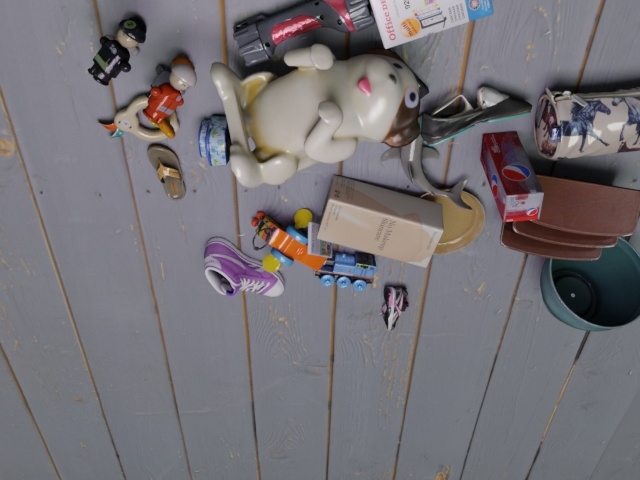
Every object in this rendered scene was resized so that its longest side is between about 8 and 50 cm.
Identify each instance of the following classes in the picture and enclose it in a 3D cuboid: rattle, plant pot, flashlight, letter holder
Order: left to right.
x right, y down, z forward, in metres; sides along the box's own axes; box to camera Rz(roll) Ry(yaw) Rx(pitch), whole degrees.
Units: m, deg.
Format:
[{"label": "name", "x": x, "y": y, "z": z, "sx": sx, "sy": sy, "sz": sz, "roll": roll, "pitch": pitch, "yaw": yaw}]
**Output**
[{"label": "rattle", "x": -0.444, "y": -0.260, "z": 1.618, "sx": 0.199, "sy": 0.143, "sz": 0.130, "roll": -10, "pitch": 149, "yaw": -1}, {"label": "flashlight", "x": -0.036, "y": -0.467, "z": 1.474, "sx": 0.304, "sy": 0.103, "sz": 0.103, "roll": -19, "pitch": 131, "yaw": 12}, {"label": "plant pot", "x": 0.341, "y": -0.058, "z": 1.888, "sx": 0.236, "sy": 0.032, "sz": 0.236, "roll": -1, "pitch": 132, "yaw": -1}, {"label": "letter holder", "x": 0.650, "y": -0.051, "z": 1.766, "sx": 0.301, "sy": 0.152, "sz": 0.214, "roll": 8, "pitch": 95, "yaw": -9}, {"label": "plant pot", "x": 0.758, "y": 0.136, "z": 1.935, "sx": 0.293, "sy": 0.293, "sz": 0.196, "roll": 4, "pitch": 157, "yaw": -6}]

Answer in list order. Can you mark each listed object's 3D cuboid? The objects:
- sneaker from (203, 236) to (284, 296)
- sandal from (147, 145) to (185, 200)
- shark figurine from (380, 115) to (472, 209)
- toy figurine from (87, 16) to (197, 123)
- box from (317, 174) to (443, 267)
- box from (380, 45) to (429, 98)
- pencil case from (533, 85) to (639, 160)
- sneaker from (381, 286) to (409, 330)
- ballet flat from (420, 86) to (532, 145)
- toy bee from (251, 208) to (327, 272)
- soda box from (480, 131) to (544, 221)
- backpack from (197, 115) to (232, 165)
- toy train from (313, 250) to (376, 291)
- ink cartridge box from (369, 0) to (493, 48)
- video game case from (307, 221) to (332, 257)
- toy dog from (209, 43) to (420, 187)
[{"label": "sneaker", "x": -0.223, "y": 0.124, "z": 1.941, "sx": 0.282, "sy": 0.161, "sz": 0.102, "roll": 31, "pitch": 122, "yaw": -27}, {"label": "sandal", "x": -0.397, "y": -0.169, "z": 1.751, "sx": 0.072, "sy": 0.049, "sz": 0.180, "roll": -8, "pitch": 131, "yaw": 5}, {"label": "shark figurine", "x": 0.264, "y": -0.165, "z": 1.729, "sx": 0.166, "sy": 0.116, "sz": 0.278, "roll": -27, "pitch": 119, "yaw": 23}, {"label": "toy figurine", "x": -0.378, "y": -0.382, "z": 1.467, "sx": 0.213, "sy": 0.209, "sz": 0.148, "roll": 36, "pitch": 105, "yaw": -21}, {"label": "box", "x": 0.160, "y": -0.051, "z": 1.799, "sx": 0.311, "sy": 0.121, "sz": 0.148, "roll": 14, "pitch": 128, "yaw": -2}, {"label": "box", "x": 0.167, "y": -0.376, "z": 1.607, "sx": 0.116, "sy": 0.029, "sz": 0.162, "roll": -36, "pitch": 124, "yaw": 26}, {"label": "pencil case", "x": 0.732, "y": -0.298, "z": 1.610, "sx": 0.410, "sy": 0.160, "sz": 0.183, "roll": -7, "pitch": 145, "yaw": 4}, {"label": "sneaker", "x": 0.239, "y": 0.213, "z": 2.097, "sx": 0.077, "sy": 0.072, "sz": 0.178, "roll": -8, "pitch": 137, "yaw": -9}, {"label": "ballet flat", "x": 0.373, "y": -0.313, "z": 1.620, "sx": 0.280, "sy": 0.095, "sz": 0.096, "roll": -19, "pitch": 106, "yaw": -3}, {"label": "toy bee", "x": -0.106, "y": -0.020, "z": 1.850, "sx": 0.195, "sy": 0.162, "sz": 0.298, "roll": -40, "pitch": 141, "yaw": -9}, {"label": "soda box", "x": 0.464, "y": -0.161, "z": 1.649, "sx": 0.092, "sy": 0.263, "sz": 0.083, "roll": -4, "pitch": 131, "yaw": 2}, {"label": "backpack", "x": -0.258, "y": -0.240, "z": 1.652, "sx": 0.084, "sy": 0.114, "sz": 0.105, "roll": -1, "pitch": 132, "yaw": -1}, {"label": "toy train", "x": 0.074, "y": 0.083, "z": 1.974, "sx": 0.184, "sy": 0.080, "sz": 0.105, "roll": 9, "pitch": 121, "yaw": -7}, {"label": "ink cartridge box", "x": 0.211, "y": -0.534, "z": 1.379, "sx": 0.232, "sy": 0.168, "sz": 0.171, "roll": -15, "pitch": 131, "yaw": 12}, {"label": "video game case", "x": 0.000, "y": 0.000, "z": 1.857, "sx": 0.011, "sy": 0.087, "sz": 0.122, "roll": -3, "pitch": 172, "yaw": 30}, {"label": "toy dog", "x": 0.022, "y": -0.271, "z": 1.496, "sx": 0.407, "sy": 0.285, "sz": 0.395, "roll": -15, "pitch": 160, "yaw": 14}]
